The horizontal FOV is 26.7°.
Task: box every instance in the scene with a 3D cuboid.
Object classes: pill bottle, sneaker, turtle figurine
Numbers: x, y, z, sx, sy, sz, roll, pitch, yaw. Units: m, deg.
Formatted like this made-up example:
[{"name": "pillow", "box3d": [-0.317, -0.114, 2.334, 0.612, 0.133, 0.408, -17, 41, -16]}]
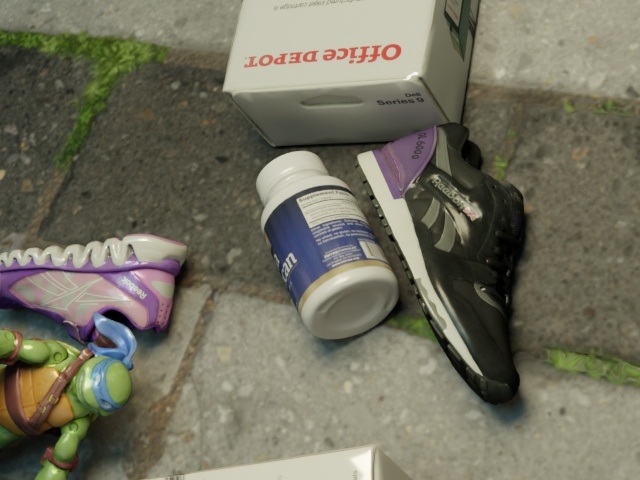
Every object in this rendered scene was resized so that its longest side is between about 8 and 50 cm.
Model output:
[{"name": "pill bottle", "box3d": [0.000, 0.000, 1.251, 0.094, 0.094, 0.169, -31, 55, 8]}, {"name": "sneaker", "box3d": [0.132, 0.004, 1.184, 0.124, 0.107, 0.283, -26, 56, 4]}, {"name": "sneaker", "box3d": [-0.241, 0.058, 1.346, 0.236, 0.095, 0.104, -7, 80, 26]}, {"name": "turtle figurine", "box3d": [-0.315, 0.175, 1.228, 0.266, 0.198, 0.274, -7, 54, 39]}]

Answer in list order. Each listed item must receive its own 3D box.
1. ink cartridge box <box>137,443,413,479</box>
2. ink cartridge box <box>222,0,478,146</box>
[{"name": "ink cartridge box", "box3d": [-0.049, 0.264, 1.067, 0.283, 0.207, 0.117, -12, 58, 21]}, {"name": "ink cartridge box", "box3d": [0.041, -0.245, 1.343, 0.211, 0.121, 0.289, -1, 64, 25]}]
